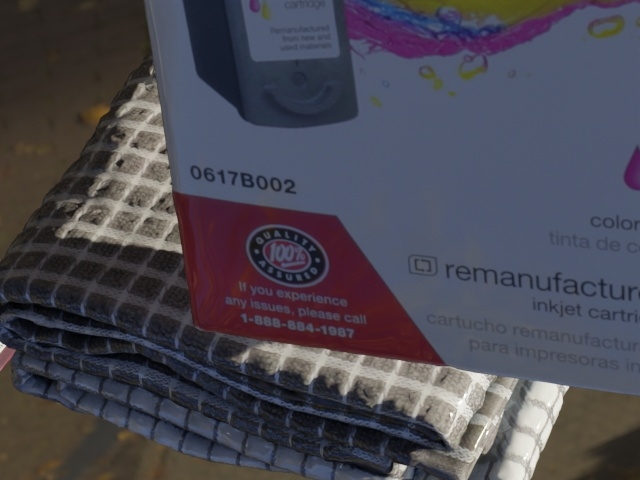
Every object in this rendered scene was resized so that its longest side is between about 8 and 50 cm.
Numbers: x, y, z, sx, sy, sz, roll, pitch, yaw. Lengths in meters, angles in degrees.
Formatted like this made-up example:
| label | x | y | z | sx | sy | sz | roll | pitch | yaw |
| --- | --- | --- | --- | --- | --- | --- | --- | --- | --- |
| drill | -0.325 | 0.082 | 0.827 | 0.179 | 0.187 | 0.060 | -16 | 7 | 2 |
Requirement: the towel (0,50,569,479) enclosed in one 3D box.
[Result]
| label | x | y | z | sx | sy | sz | roll | pitch | yaw |
| --- | --- | --- | --- | --- | --- | --- | --- | --- | --- |
| towel | 0.000 | 0.000 | 0.915 | 0.284 | 0.235 | 0.121 | 13 | 141 | 23 |

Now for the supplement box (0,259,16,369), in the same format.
| label | x | y | z | sx | sy | sz | roll | pitch | yaw |
| --- | --- | --- | --- | --- | --- | --- | --- | --- | --- |
| supplement box | -0.335 | 0.022 | 1.552 | 0.081 | 0.104 | 0.188 | -50 | 132 | -5 |

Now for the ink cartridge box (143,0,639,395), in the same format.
| label | x | y | z | sx | sy | sz | roll | pitch | yaw |
| --- | --- | --- | --- | --- | --- | --- | --- | --- | --- |
| ink cartridge box | 0.053 | -0.106 | 0.678 | 0.226 | 0.131 | 0.306 | 7 | 126 | 22 |
